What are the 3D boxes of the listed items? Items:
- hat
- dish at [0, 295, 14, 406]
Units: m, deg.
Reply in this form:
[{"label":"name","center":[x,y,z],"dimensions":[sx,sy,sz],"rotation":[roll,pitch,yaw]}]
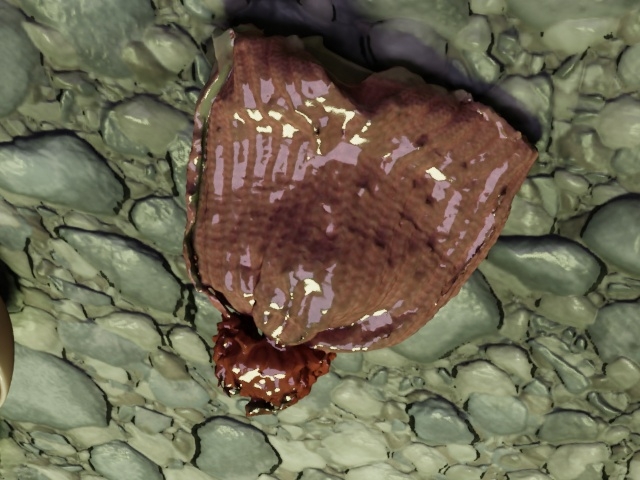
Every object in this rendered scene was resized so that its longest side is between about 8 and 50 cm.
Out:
[{"label":"hat","center":[0.000,0.000,0.869],"dimensions":[0.237,0.107,0.286],"rotation":[20,113,-2]},{"label":"dish","center":[-0.360,0.065,1.064],"dimensions":[0.213,0.090,0.213],"rotation":[8,133,9]}]
